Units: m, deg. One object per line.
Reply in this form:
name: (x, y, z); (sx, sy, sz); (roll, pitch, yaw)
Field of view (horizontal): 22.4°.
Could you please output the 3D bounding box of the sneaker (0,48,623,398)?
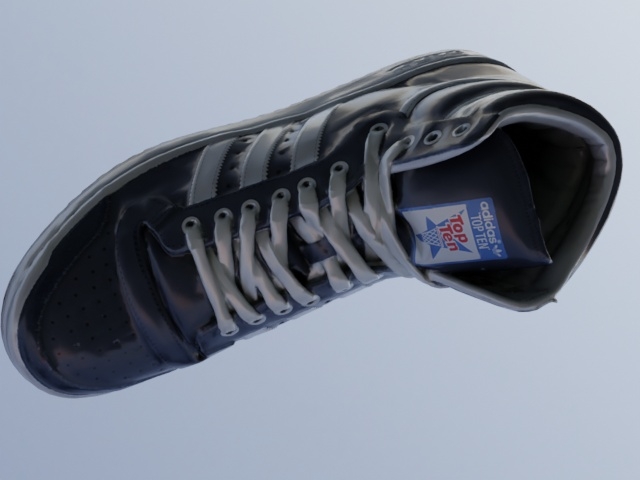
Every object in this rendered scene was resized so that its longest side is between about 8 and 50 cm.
sneaker: (0.000, 0.000, 0.714); (0.282, 0.099, 0.153); (-27, -156, -14)
